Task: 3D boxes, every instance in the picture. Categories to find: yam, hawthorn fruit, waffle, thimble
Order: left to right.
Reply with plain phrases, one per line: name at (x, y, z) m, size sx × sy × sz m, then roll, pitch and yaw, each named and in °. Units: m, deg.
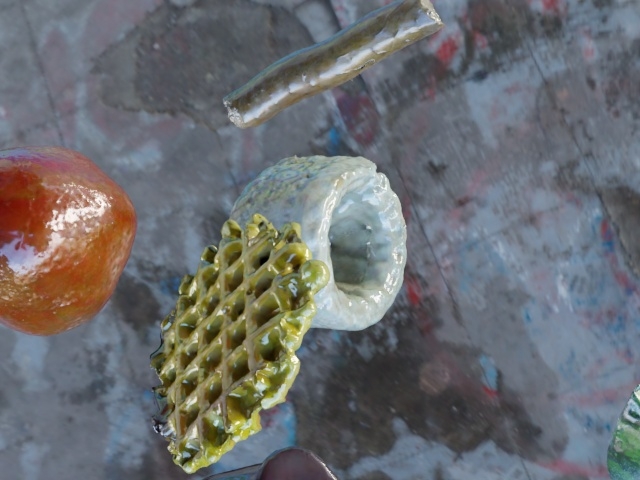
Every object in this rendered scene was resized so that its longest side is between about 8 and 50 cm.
hawthorn fruit at (-0.431, -0.012, 1.799) m, size 0.295 × 0.311 × 0.295 m, roll -14°, pitch 54°, yaw 20°
waffle at (-0.109, 0.109, 1.390) m, size 0.307 × 0.060 × 0.312 m, roll -60°, pitch 28°, yaw 0°
thimble at (0.000, 0.000, 1.942) m, size 0.195 × 0.291 × 0.292 m, roll 1°, pitch 72°, yaw 35°
yam at (0.010, -0.178, 1.199) m, size 0.241 × 0.057 × 0.057 m, roll -25°, pitch 67°, yaw 19°

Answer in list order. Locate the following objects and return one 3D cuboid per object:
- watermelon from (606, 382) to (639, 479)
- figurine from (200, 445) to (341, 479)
watermelon at (0.585, 0.320, 1.767) m, size 0.222 × 0.319 × 0.292 m, roll 31°, pitch 43°, yaw 32°
figurine at (-0.009, 0.222, 0.591) m, size 0.206 × 0.365 × 0.218 m, roll -21°, pitch 87°, yaw -15°
